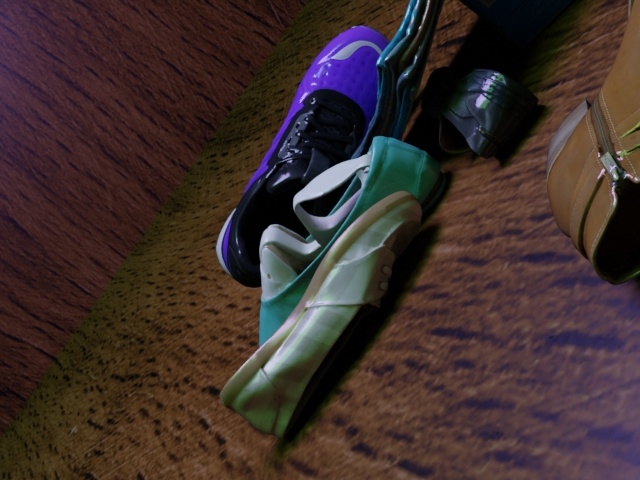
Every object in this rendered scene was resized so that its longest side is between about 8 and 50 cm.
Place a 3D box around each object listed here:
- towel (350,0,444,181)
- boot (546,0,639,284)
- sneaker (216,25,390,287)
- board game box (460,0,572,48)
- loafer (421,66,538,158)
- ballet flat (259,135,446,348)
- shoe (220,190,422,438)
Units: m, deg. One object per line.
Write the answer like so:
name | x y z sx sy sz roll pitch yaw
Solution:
towel | 0.101 -0.251 1.090 0.271 0.040 0.370 104 -177 -72
boot | 0.188 -0.076 0.617 0.197 0.073 0.152 -62 8 23
sneaker | -0.002 -0.077 1.188 0.293 0.102 0.146 -62 6 1
board game box | 0.256 -0.360 1.055 0.308 0.086 0.302 -45 16 34
loafer | 0.112 -0.100 0.962 0.061 0.062 0.170 -59 12 -1
ballet flat | 0.000 0.000 1.031 0.247 0.087 0.083 -47 15 28
shoe | 0.013 0.058 0.932 0.219 0.058 0.076 -50 -18 -2
